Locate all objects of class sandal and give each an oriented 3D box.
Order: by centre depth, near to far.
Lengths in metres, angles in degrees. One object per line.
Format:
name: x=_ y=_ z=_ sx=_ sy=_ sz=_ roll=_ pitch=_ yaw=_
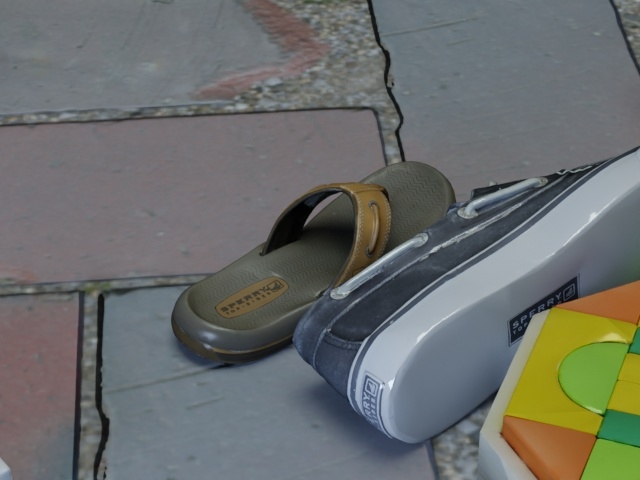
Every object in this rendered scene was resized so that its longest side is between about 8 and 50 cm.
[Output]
sandal: x=0.000 y=0.000 z=1.191 sx=0.219 sy=0.060 sz=0.090 roll=-27 pitch=42 yaw=-32

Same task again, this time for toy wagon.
toy wagon: x=0.262 y=0.116 z=1.012 sx=0.344 sy=0.068 sz=0.267 roll=11 pitch=37 yaw=17

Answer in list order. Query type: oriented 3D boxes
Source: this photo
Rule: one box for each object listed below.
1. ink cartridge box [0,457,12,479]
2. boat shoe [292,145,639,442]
ink cartridge box: x=-0.226 y=0.122 z=1.029 sx=0.088 sy=0.052 sz=0.122 roll=-23 pitch=39 yaw=-28
boat shoe: x=0.117 y=0.008 z=1.148 sx=0.301 sy=0.108 sz=0.102 roll=-32 pitch=46 yaw=-27
